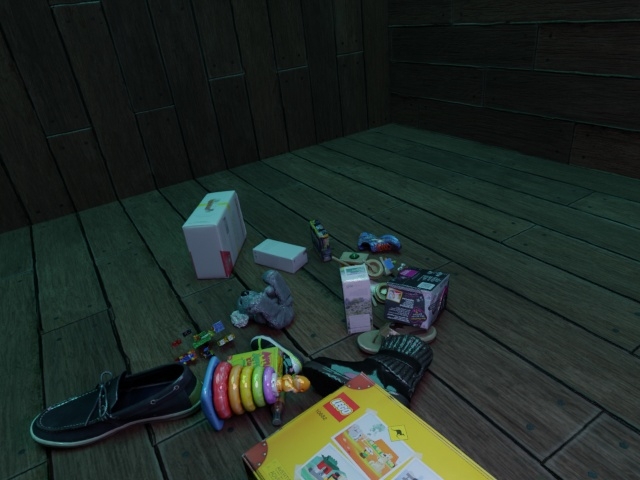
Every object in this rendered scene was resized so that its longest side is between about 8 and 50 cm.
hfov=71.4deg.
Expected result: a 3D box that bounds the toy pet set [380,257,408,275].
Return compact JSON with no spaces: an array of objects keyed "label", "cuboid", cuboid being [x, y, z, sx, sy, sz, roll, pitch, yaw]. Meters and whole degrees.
[{"label":"toy pet set","cuboid":[0.300,0.096,1.921,0.114,0.065,0.122,-25,33,-30]}]

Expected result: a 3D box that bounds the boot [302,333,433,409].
[{"label":"boot","cuboid":[0.147,0.380,1.359,0.348,0.131,0.260,17,42,19]}]

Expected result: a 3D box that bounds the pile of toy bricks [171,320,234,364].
[{"label":"pile of toy bricks","cuboid":[-0.425,0.356,1.588,0.212,0.118,0.105,-27,1,-17]}]

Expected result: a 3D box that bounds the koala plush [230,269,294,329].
[{"label":"koala plush","cuboid":[-0.233,0.249,1.687,0.222,0.203,0.196,-13,34,35]}]

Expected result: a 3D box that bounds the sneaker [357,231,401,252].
[{"label":"sneaker","cuboid":[0.270,0.024,2.067,0.221,0.083,0.087,5,44,32]}]

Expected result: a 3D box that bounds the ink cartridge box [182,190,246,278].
[{"label":"ink cartridge box","cuboid":[-0.491,-0.035,2.121,0.161,0.279,0.384,-4,28,7]}]

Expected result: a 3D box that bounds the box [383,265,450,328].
[{"label":"box","cuboid":[0.348,0.198,1.584,0.164,0.141,0.247,10,16,28]}]

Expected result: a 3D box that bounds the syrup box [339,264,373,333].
[{"label":"syrup box","cuboid":[0.128,0.209,1.573,0.093,0.236,0.096,-8,29,0]}]

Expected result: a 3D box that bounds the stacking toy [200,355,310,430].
[{"label":"stacking toy","cuboid":[-0.179,0.425,1.293,0.302,0.175,0.165,-8,30,5]}]

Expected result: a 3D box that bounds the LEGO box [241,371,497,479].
[{"label":"LEGO box","cuboid":[0.123,0.570,0.954,0.373,0.193,0.500,-24,33,-29]}]

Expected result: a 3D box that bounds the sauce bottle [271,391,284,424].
[{"label":"sauce bottle","cuboid":[-0.128,0.488,1.322,0.042,0.042,0.128,-6,28,3]}]

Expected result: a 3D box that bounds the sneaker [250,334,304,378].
[{"label":"sneaker","cuboid":[-0.161,0.388,1.468,0.235,0.084,0.097,15,37,35]}]

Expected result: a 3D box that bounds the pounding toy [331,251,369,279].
[{"label":"pounding toy","cuboid":[0.128,0.109,1.857,0.130,0.141,0.100,4,31,20]}]

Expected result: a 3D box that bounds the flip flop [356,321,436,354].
[{"label":"flip flop","cuboid":[0.258,0.316,1.511,0.278,0.080,0.112,-8,28,-2]}]

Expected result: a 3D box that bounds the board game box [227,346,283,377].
[{"label":"board game box","cuboid":[-0.211,0.403,1.417,0.182,0.043,0.092,-15,49,16]}]

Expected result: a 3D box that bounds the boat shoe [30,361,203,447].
[{"label":"boat shoe","cuboid":[-0.608,0.477,1.334,0.501,0.155,0.186,-11,30,-6]}]

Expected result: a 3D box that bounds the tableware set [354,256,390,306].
[{"label":"tableware set","cuboid":[0.233,0.154,1.752,0.128,0.039,0.194,-17,66,-18]}]

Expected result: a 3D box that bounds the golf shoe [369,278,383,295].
[{"label":"golf shoe","cuboid":[0.179,0.174,1.786,0.177,0.085,0.069,-1,27,8]}]

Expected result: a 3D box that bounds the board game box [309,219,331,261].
[{"label":"board game box","cuboid":[0.000,0.000,2.086,0.048,0.140,0.170,-15,30,-10]}]

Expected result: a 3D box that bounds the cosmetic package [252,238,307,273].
[{"label":"cosmetic package","cuboid":[-0.187,0.070,2.062,0.231,0.085,0.117,15,35,31]}]
